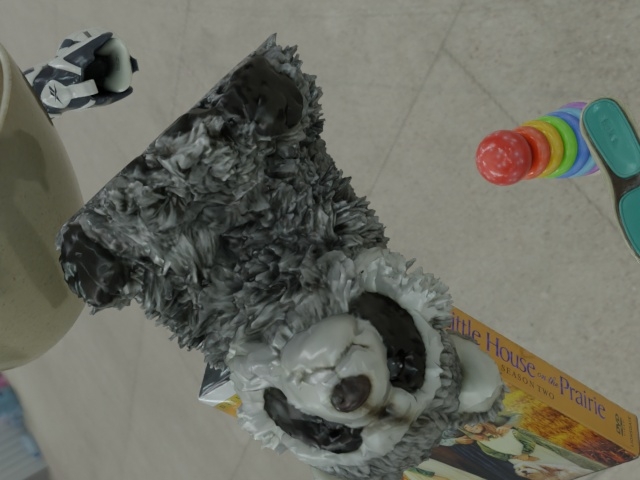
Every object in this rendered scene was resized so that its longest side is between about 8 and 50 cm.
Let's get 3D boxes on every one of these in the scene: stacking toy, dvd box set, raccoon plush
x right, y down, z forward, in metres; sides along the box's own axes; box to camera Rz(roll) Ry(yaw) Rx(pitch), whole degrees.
[{"bbox_3d":[0.375,-0.154,1.381,0.141,0.330,0.141,19,116,44],"label":"stacking toy"},{"bbox_3d":[0.112,0.194,0.953,0.420,0.062,0.307,31,135,-24],"label":"dvd box set"},{"bbox_3d":[0.000,0.000,0.675,0.216,0.446,0.299,-38,103,23],"label":"raccoon plush"}]

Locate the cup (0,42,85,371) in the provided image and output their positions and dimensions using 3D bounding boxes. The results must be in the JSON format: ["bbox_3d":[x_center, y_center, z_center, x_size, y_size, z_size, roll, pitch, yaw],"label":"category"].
[{"bbox_3d":[-0.353,-0.002,0.775,0.331,0.331,0.237,36,169,38],"label":"cup"}]

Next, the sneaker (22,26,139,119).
[{"bbox_3d":[-0.293,-0.237,1.112,0.153,0.235,0.094,-4,113,23],"label":"sneaker"}]

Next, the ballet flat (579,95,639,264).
[{"bbox_3d":[0.400,-0.067,1.033,0.086,0.086,0.249,-43,58,59],"label":"ballet flat"}]
